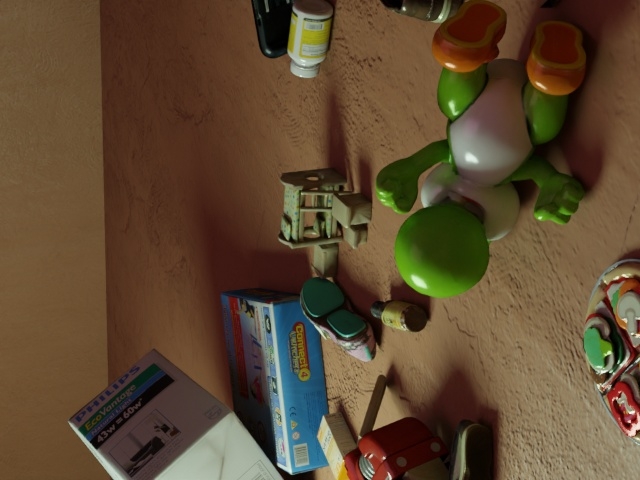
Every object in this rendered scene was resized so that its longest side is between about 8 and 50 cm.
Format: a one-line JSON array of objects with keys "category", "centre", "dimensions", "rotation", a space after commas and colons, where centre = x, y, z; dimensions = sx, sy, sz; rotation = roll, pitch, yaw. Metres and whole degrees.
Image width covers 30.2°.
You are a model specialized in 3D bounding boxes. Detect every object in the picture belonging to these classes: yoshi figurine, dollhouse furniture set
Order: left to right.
[{"category": "dollhouse furniture set", "centre": [0.000, 0.000, 1.894], "dimensions": [0.161, 0.101, 0.182], "rotation": [-134, 42, -56]}, {"category": "yoshi figurine", "centre": [0.172, -0.069, 1.333], "dimensions": [0.204, 0.203, 0.362], "rotation": [55, 150, 37]}]

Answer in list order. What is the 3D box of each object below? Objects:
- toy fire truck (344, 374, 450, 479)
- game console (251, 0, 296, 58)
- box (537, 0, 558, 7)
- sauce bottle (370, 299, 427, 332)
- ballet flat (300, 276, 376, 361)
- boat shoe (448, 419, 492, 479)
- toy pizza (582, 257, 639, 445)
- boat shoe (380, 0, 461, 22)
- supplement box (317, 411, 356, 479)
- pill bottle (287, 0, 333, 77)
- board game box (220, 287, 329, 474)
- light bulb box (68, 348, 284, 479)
[{"category": "toy fire truck", "centre": [0.101, 0.308, 1.728], "dimensions": [0.246, 0.158, 0.217], "rotation": [59, 150, 25]}, {"category": "game console", "centre": [-0.090, -0.456, 1.844], "dimensions": [0.044, 0.213, 0.361], "rotation": [31, 138, 50]}, {"category": "box", "centre": [0.249, -0.373, 1.259], "dimensions": [0.164, 0.021, 0.201], "rotation": [134, 125, -63]}, {"category": "sauce bottle", "centre": [0.112, 0.108, 1.737], "dimensions": [0.128, 0.042, 0.042], "rotation": [-173, 76, -70]}, {"category": "ballet flat", "centre": [0.029, 0.136, 1.926], "dimensions": [0.221, 0.076, 0.079], "rotation": [42, 155, 58]}, {"category": "boat shoe", "centre": [0.198, 0.312, 1.582], "dimensions": [0.049, 0.056, 0.152], "rotation": [-143, 59, -67]}, {"category": "toy pizza", "centre": [0.325, 0.119, 1.220], "dimensions": [0.201, 0.032, 0.201], "rotation": [172, 90, -68]}, {"category": "boat shoe", "centre": [0.088, -0.357, 1.563], "dimensions": [0.257, 0.095, 0.095], "rotation": [-133, 40, -55]}, {"category": "supplement box", "centre": [0.031, 0.351, 2.022], "dimensions": [0.062, 0.036, 0.098], "rotation": [104, 150, -42]}, {"category": "pill bottle", "centre": [-0.018, -0.320, 1.881], "dimensions": [0.065, 0.065, 0.116], "rotation": [-122, 33, -46]}, {"category": "board game box", "centre": [-0.086, 0.250, 2.214], "dimensions": [0.302, 0.086, 0.308], "rotation": [-176, 79, -68]}, {"category": "light bulb box", "centre": [-0.242, 0.446, 2.247], "dimensions": [0.361, 0.225, 0.358], "rotation": [26, 152, 56]}]
